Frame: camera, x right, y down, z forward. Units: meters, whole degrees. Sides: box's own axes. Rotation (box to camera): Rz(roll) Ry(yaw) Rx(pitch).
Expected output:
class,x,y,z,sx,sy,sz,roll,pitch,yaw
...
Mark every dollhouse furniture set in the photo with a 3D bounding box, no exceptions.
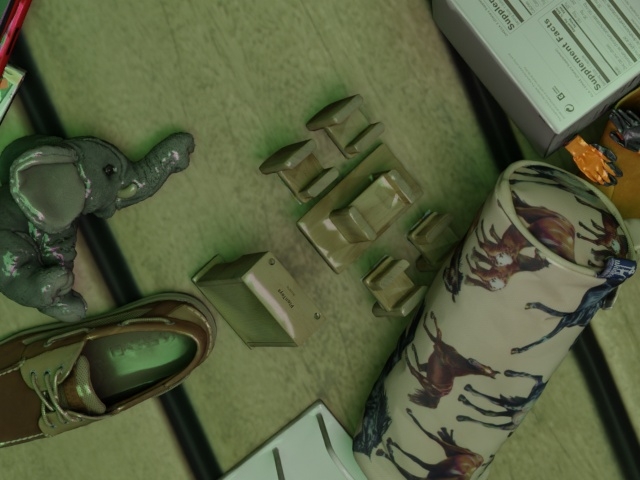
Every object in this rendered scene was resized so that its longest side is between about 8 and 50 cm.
class,x,y,z,sx,sy,sz,roll,pitch,yaw
dollhouse furniture set,0.000,0.000,1.800,0.242,0.161,0.212,-43,103,-19

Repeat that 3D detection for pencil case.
class,x,y,z,sx,sy,sz,roll,pitch,yaw
pencil case,0.182,0.117,1.735,0.184,0.160,0.410,21,124,-11

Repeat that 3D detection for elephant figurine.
class,x,y,z,sx,sy,sz,roll,pitch,yaw
elephant figurine,-0.280,-0.048,1.748,0.169,0.186,0.239,22,87,32

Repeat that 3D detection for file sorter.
class,x,y,z,sx,sy,sz,roll,pitch,yaw
file sorter,-0.041,0.355,1.822,0.278,0.173,0.193,-38,102,2

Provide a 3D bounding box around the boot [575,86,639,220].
class,x,y,z,sx,sy,sz,roll,pitch,yaw
boot,0.299,-0.069,1.755,0.295,0.211,0.104,-23,58,-9

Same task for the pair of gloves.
class,x,y,z,sx,sy,sz,roll,pitch,yaw
pair of gloves,0.298,-0.094,1.672,0.083,0.010,0.074,-37,111,25

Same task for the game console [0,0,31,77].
class,x,y,z,sx,sy,sz,roll,pitch,yaw
game console,-0.452,-0.322,1.679,0.342,0.060,0.386,23,99,-3

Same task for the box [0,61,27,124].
class,x,y,z,sx,sy,sz,roll,pitch,yaw
box,-0.412,-0.116,1.763,0.114,0.036,0.207,28,97,-10

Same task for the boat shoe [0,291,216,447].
class,x,y,z,sx,sy,sz,roll,pitch,yaw
boat shoe,-0.269,0.147,1.786,0.324,0.116,0.123,-25,102,-1

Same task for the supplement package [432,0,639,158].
class,x,y,z,sx,sy,sz,roll,pitch,yaw
supplement package,0.227,-0.214,1.673,0.145,0.262,0.204,-38,85,2
